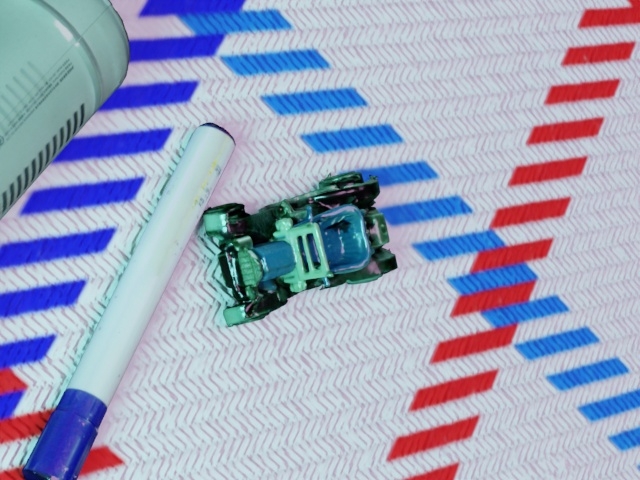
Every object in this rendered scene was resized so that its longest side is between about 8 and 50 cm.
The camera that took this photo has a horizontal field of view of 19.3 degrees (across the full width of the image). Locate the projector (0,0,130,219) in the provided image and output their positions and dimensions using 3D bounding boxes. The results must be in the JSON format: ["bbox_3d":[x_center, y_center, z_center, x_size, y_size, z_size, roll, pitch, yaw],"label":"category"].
[{"bbox_3d":[-0.235,-0.019,1.023,0.108,0.108,0.337,52,53,-22],"label":"projector"}]

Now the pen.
[{"bbox_3d":[-0.115,0.037,1.171,0.033,0.033,0.269,41,58,-29],"label":"pen"}]

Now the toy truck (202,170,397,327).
[{"bbox_3d":[-0.001,0.000,1.250,0.154,0.078,0.080,-17,96,-43],"label":"toy truck"}]
